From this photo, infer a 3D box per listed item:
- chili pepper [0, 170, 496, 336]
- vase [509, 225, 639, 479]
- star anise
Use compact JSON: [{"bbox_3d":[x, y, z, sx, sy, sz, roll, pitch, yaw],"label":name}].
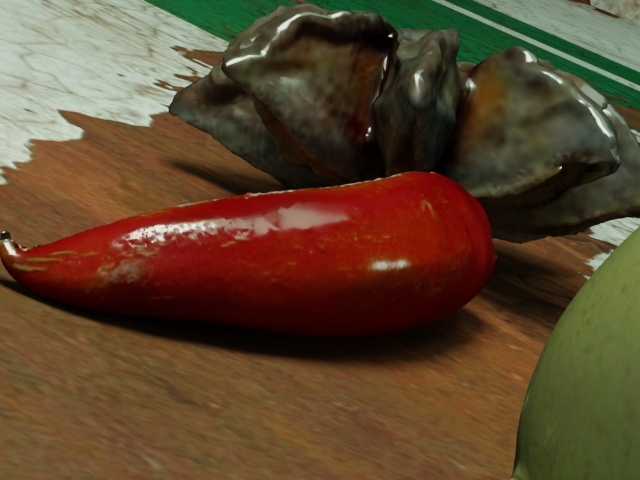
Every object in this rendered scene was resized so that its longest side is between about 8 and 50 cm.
[{"bbox_3d":[0.003,0.001,1.025,0.137,0.092,0.368,13,5,34],"label":"chili pepper"},{"bbox_3d":[0.171,0.131,0.568,0.329,0.241,0.302,-17,43,-19],"label":"vase"},{"bbox_3d":[0.064,-0.074,1.217,0.331,0.118,0.332,9,-11,2],"label":"star anise"}]
